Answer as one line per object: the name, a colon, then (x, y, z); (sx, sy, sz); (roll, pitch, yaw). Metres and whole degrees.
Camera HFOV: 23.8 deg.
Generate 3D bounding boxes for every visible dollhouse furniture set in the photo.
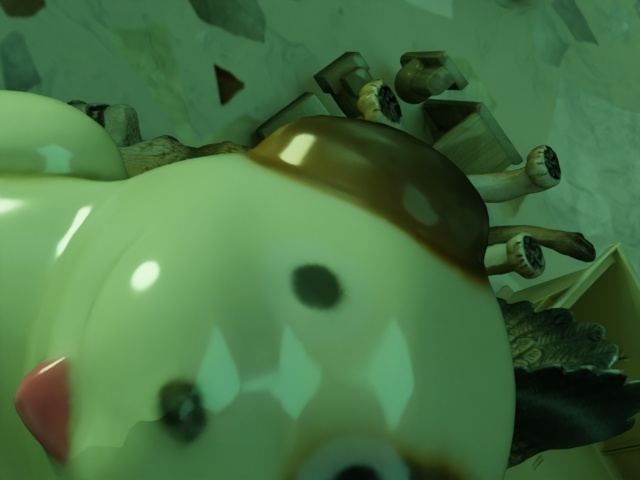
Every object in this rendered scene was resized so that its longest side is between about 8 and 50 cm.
dollhouse furniture set: (0.040, -0.077, 1.192); (0.151, 0.123, 0.144); (-38, 105, -8)

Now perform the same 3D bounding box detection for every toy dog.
toy dog: (-0.106, 0.081, 0.694); (0.395, 0.408, 0.284); (21, 72, -45)

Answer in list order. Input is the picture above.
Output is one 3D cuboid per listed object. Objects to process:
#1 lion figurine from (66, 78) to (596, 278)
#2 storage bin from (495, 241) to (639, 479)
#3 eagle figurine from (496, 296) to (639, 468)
lion figurine: (0.000, 0.000, 1.016); (0.392, 0.240, 0.142); (23, 52, -48)
storage bin: (0.187, 0.185, 1.166); (0.260, 0.123, 0.262); (-38, 102, -44)
eagle figurine: (0.045, 0.138, 0.940); (0.225, 0.298, 0.226); (31, 12, -44)
